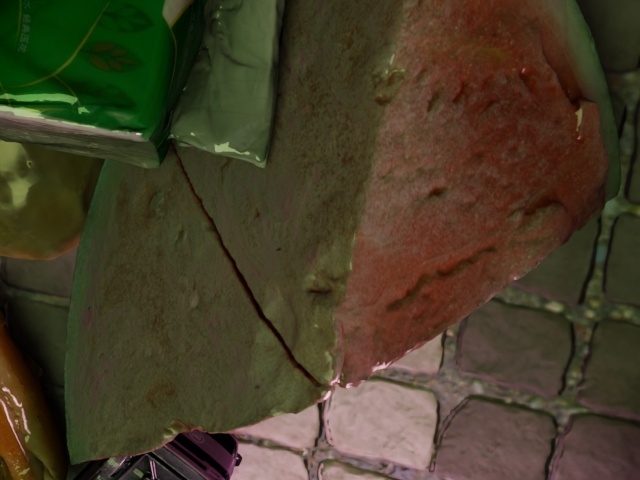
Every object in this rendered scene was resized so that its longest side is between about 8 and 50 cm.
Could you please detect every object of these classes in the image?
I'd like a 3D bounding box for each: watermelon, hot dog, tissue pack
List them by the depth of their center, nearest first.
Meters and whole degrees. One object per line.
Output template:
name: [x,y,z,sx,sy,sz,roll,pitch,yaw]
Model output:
tissue pack: [-0.089,-0.147,0.783,0.156,0.148,0.209,11,85,-6]
watermelon: [0.023,-0.014,0.871,0.222,0.319,0.292,14,166,-35]
hot dog: [-0.263,0.094,1.076,0.109,0.072,0.269,-8,118,18]

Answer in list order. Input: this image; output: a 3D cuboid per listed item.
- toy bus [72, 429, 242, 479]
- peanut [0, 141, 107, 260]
toy bus: [-0.135,0.182,1.076,0.087,0.098,0.178,40,125,-7]
peanut: [-0.220,-0.125,0.892,0.152,0.152,0.313,-7,118,20]
